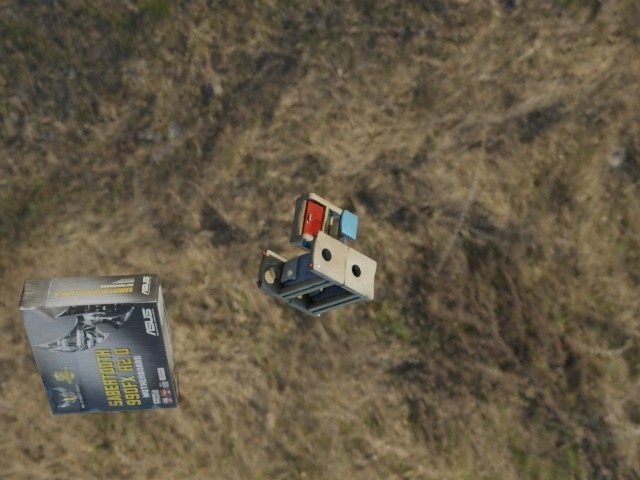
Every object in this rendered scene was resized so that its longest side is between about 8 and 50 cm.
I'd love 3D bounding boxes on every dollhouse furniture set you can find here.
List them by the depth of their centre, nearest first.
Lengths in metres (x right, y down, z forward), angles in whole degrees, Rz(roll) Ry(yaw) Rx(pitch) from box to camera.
[{"bbox_3d":[0.000,0.000,1.753,0.129,0.184,0.129,29,146,-35],"label":"dollhouse furniture set"}]

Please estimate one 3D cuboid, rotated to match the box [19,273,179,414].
[{"bbox_3d":[-0.299,0.146,1.567,0.183,0.056,0.231,-3,134,-1],"label":"box"}]
